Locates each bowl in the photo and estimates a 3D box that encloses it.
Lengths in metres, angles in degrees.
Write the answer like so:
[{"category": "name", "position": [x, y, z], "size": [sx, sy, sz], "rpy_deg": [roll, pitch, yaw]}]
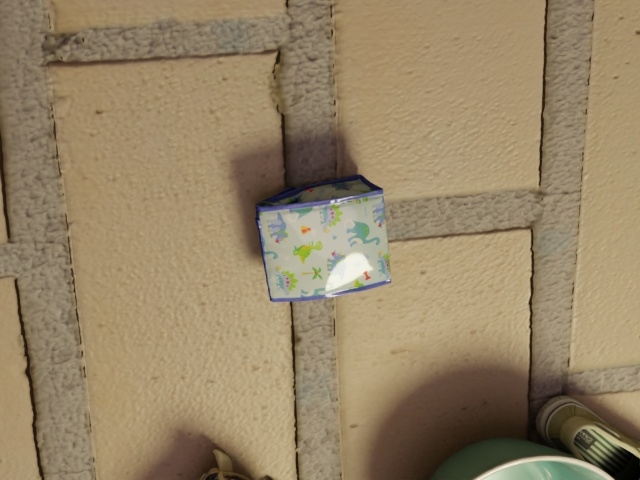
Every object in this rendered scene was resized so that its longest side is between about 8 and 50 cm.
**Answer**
[{"category": "bowl", "position": [0.252, 0.393, 1.406], "size": [0.312, 0.163, 0.311], "rpy_deg": [-3, 107, -11]}]

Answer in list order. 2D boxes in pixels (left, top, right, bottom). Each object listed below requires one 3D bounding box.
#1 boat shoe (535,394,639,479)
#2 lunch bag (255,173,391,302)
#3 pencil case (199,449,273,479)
[{"category": "boat shoe", "position": [0.424, 0.329, 1.457], "size": [0.302, 0.094, 0.109], "rpy_deg": [34, 98, -19]}, {"category": "lunch bag", "position": [0.000, 0.000, 1.263], "size": [0.151, 0.096, 0.128], "rpy_deg": [-14, 110, -17]}, {"category": "pencil case", "position": [-0.204, 0.473, 1.341], "size": [0.410, 0.183, 0.160], "rpy_deg": [-45, 142, 5]}]
